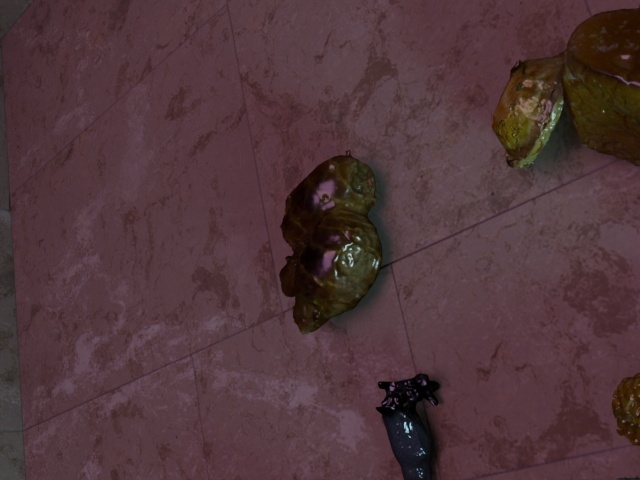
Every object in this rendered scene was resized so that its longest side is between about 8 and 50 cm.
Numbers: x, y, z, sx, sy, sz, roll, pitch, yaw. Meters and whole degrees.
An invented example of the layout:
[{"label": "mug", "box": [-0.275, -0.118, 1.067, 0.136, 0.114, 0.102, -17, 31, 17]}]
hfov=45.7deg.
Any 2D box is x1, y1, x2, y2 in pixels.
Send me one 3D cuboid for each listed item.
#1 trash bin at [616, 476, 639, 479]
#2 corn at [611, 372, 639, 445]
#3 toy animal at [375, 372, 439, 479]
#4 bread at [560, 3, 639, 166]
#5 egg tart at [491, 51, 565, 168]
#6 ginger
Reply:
[{"label": "trash bin", "box": [0.451, 0.505, 0.969, 0.256, 0.296, 0.368, 7, 82, 45]}, {"label": "corn", "box": [0.583, 0.213, 0.986, 0.387, 0.144, 0.144, -17, 71, 46]}, {"label": "toy animal", "box": [0.161, 0.355, 1.380, 0.121, 0.117, 0.210, -18, 69, 34]}, {"label": "bread", "box": [0.472, -0.228, 1.109, 0.195, 0.246, 0.176, 31, 80, 35]}, {"label": "egg tart", "box": [0.344, -0.220, 1.253, 0.212, 0.090, 0.212, -162, 90, -88]}, {"label": "ginger", "box": [0.002, 0.010, 1.563, 0.274, 0.152, 0.357, -17, 70, 41]}]
